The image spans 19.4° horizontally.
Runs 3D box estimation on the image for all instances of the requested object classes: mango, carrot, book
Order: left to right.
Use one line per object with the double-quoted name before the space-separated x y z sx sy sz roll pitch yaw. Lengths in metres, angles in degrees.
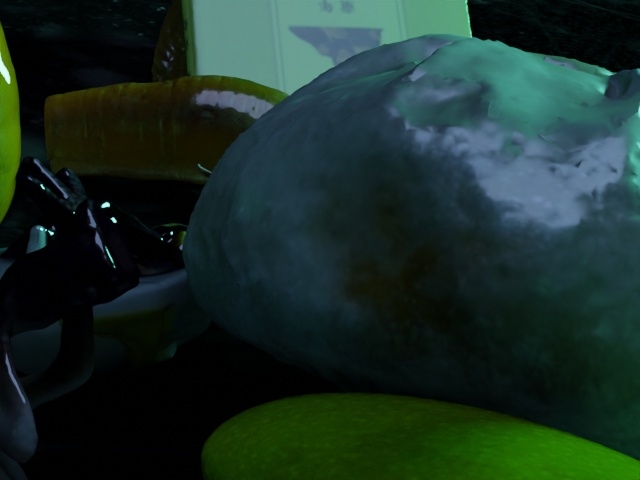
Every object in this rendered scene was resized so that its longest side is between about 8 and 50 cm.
"carrot" -0.108 -0.082 1.383 0.193 0.087 0.087 5 23 3
"book" 0.002 -0.200 1.529 0.239 0.035 0.352 2 63 -15
"mango" 0.077 0.159 0.831 0.343 0.156 0.192 23 16 38

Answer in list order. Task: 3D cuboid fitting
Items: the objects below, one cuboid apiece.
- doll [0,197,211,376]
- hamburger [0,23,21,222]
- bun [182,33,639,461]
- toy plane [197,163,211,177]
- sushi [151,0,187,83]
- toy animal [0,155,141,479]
"doll" -0.118 0.024 1.136 0.145 0.103 0.316 35 25 24
"hamburger" -0.309 -0.081 1.154 0.246 0.246 0.170 27 31 36
"bun" 0.109 0.005 1.031 0.362 0.211 0.362 13 0 0
"toy plane" 0.005 -0.011 1.301 0.188 0.062 0.135 16 -4 18
"sushi" -0.052 -0.196 1.607 0.140 0.149 0.287 14 24 9
"toy animal" -0.225 0.075 0.966 0.324 0.195 0.090 -13 -20 23
